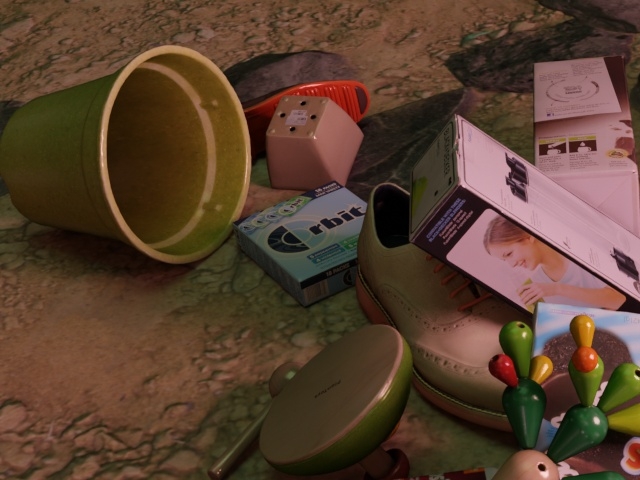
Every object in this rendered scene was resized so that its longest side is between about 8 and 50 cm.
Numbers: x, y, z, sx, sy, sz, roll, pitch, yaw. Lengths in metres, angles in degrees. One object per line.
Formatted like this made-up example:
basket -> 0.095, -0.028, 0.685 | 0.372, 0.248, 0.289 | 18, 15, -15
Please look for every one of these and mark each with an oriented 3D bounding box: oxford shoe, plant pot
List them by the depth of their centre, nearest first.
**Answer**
oxford shoe -> 0.142, 0.067, 1.542 | 0.141, 0.146, 0.397 | -21, 34, -22
plant pot -> -0.276, -0.108, 1.876 | 0.254, 0.276, 0.276 | 0, 31, 38
plant pot -> -0.017, -0.139, 1.943 | 0.109, 0.096, 0.109 | 6, 55, 24
oxford shoe -> -0.064, -0.183, 2.064 | 0.271, 0.096, 0.098 | -16, 26, -9

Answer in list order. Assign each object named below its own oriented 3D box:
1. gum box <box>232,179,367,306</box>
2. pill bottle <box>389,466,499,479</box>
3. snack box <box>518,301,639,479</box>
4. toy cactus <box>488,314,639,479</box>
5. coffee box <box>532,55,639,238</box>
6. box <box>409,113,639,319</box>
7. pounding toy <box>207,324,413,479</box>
gum box -> 0.000, 0.000, 1.796 | 0.157, 0.041, 0.184 | -24, 35, -21
pill bottle -> 0.128, 0.253, 1.305 | 0.152, 0.086, 0.086 | -8, 31, 2
snack box -> 0.338, 0.167, 1.241 | 0.322, 0.060, 0.187 | 6, 77, 5
toy cactus -> 0.204, 0.173, 1.175 | 0.180, 0.219, 0.112 | -44, -5, 5
coffee box -> 0.319, -0.083, 1.718 | 0.119, 0.168, 0.297 | -4, 32, 10
box -> 0.233, 0.006, 1.504 | 0.290, 0.087, 0.169 | 32, 27, -15
pounding toy -> 0.024, 0.193, 1.447 | 0.237, 0.110, 0.183 | -21, 29, 47
